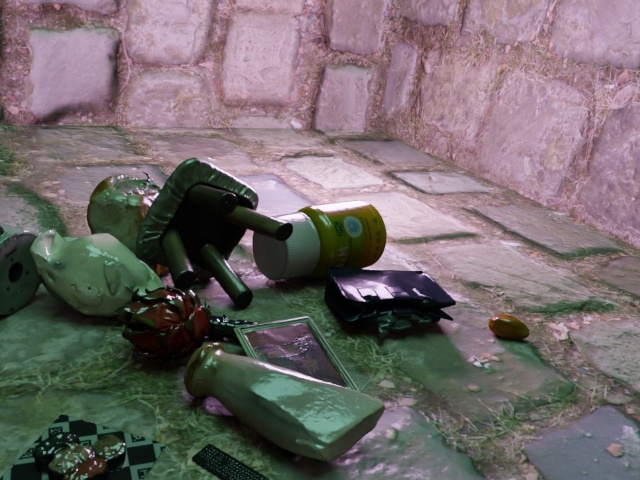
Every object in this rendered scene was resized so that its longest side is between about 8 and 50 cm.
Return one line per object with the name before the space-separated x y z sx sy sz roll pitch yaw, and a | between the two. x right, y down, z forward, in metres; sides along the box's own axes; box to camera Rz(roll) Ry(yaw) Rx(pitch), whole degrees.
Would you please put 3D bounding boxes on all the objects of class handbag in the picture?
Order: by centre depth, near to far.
handbag | 0.189 0.168 1.689 0.325 0.118 0.269 2 17 -16

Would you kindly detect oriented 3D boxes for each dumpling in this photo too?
dumpling | -0.550 0.077 1.515 0.318 0.187 0.243 25 16 -16

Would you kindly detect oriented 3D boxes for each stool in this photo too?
stool | -0.273 -0.016 1.606 0.226 0.310 0.310 32 4 40

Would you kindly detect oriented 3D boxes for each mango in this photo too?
mango | 0.532 0.244 1.716 0.114 0.061 0.080 13 7 13

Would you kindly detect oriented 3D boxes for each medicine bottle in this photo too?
medicine bottle | 0.000 0.000 1.864 0.384 0.224 0.224 -9 29 -38

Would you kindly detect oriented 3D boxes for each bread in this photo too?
bread | -0.521 -0.048 1.730 0.224 0.279 0.250 3 20 17

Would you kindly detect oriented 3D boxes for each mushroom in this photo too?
mushroom | -0.089 0.320 1.194 0.407 0.138 0.154 14 53 21

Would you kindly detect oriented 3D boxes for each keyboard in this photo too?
keyboard | -0.158 0.415 1.097 0.155 0.010 0.053 21 26 24

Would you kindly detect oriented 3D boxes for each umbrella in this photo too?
umbrella | -0.194 0.222 1.483 0.235 0.059 0.066 12 44 0

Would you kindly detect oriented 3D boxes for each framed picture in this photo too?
framed picture | -0.055 0.275 1.394 0.216 0.016 0.273 -6 39 -32

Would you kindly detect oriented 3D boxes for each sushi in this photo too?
sushi | -0.411 0.376 1.040 0.219 0.047 0.231 13 23 7

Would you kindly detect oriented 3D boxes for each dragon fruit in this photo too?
dragon fruit | -0.344 0.185 1.358 0.188 0.182 0.182 8 22 7

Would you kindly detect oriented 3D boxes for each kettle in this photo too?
kettle | -0.856 0.023 1.432 0.318 0.205 0.265 16 -21 14
